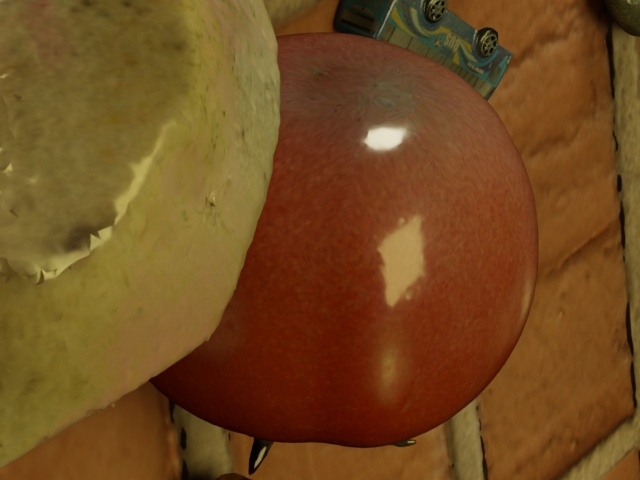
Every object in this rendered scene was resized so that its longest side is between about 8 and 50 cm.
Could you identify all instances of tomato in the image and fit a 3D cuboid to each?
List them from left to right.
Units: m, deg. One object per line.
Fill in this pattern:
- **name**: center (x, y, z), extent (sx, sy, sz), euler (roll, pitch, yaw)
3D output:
- **tomato**: center (0.000, 0.000, 1.125), extent (0.256, 0.256, 0.224), euler (-35, 141, -41)

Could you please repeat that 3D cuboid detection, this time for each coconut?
- **coconut**: center (-0.199, -0.045, 0.822), extent (0.352, 0.352, 0.353), euler (-17, 112, -48)

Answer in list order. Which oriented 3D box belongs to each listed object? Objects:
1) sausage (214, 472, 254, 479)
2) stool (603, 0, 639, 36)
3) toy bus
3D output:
- **sausage**: center (-0.032, 0.260, 1.277), extent (0.098, 0.098, 0.238), euler (-45, 130, -35)
- **stool**: center (0.384, -0.313, 1.536), extent (0.310, 0.226, 0.310), euler (-16, 110, -49)
- **toy bus**: center (0.072, -0.139, 1.335), extent (0.153, 0.051, 0.061), euler (26, 91, -51)
